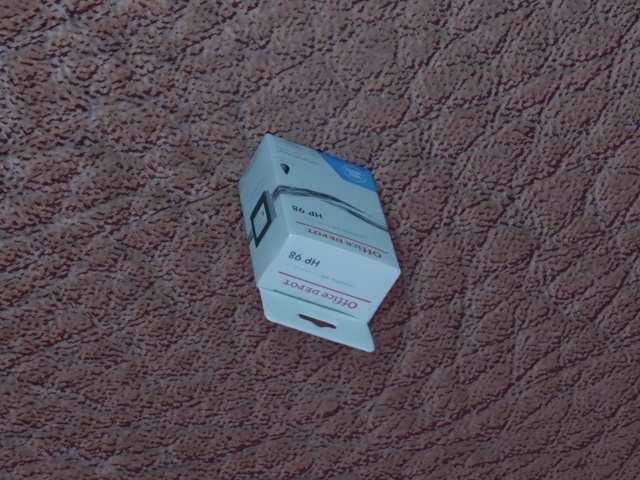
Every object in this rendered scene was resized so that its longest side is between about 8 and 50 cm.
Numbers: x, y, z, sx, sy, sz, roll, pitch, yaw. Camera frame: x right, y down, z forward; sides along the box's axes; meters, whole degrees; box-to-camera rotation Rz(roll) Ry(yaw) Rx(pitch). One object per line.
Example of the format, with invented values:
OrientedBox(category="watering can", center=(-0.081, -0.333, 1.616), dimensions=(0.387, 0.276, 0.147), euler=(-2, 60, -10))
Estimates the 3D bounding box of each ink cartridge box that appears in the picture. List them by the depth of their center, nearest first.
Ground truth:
OrientedBox(category="ink cartridge box", center=(0.000, 0.000, 1.426), dimensions=(0.104, 0.180, 0.060), euler=(19, 121, -23))
